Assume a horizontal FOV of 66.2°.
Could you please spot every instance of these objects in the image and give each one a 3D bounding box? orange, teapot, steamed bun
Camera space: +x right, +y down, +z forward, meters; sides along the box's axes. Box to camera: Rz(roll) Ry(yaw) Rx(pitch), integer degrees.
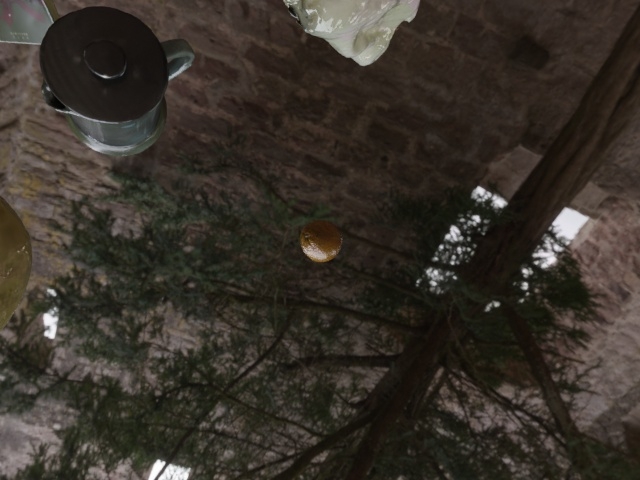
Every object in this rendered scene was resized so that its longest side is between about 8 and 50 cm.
[{"bbox_3d":[0.000,0.000,0.903,0.085,0.085,0.085,21,-152,-11],"label":"orange"},{"bbox_3d":[-0.351,-0.288,0.891,0.200,0.271,0.337,61,164,-11],"label":"teapot"},{"bbox_3d":[0.034,-0.390,0.608,0.267,0.207,0.280,59,-157,6],"label":"steamed bun"}]

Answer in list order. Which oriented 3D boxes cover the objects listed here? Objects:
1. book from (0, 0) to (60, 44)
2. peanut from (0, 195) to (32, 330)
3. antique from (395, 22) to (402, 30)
[{"bbox_3d":[-0.532,-0.439,0.758,0.202,0.289,0.026,9,-127,11],"label":"book"},{"bbox_3d":[-0.320,0.056,0.263,0.306,0.147,0.147,-33,-123,-20],"label":"peanut"},{"bbox_3d":[0.143,-0.514,1.117,0.104,0.104,0.104,21,-152,-11],"label":"antique"}]
